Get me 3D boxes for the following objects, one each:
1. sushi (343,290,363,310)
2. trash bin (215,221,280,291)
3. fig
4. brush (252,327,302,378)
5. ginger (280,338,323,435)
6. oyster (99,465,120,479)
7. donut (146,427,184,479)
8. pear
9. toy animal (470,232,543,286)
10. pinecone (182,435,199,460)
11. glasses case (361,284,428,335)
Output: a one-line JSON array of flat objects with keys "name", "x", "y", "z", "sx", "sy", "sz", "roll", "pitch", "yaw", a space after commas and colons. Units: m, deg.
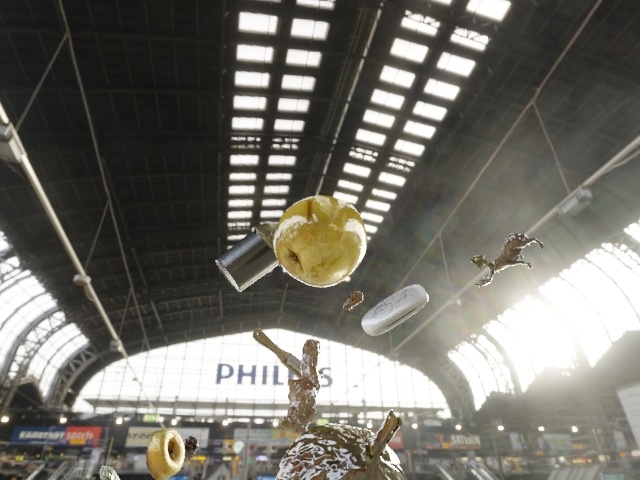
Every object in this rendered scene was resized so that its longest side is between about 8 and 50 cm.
[{"name": "sushi", "x": 0.143, "y": 0.257, "z": 1.825, "sx": 0.118, "sy": 0.062, "sz": 0.060, "roll": -19, "pitch": -21, "yaw": -24}, {"name": "trash bin", "x": -0.276, "y": 0.056, "z": 1.873, "sx": 0.334, "sy": 0.214, "sz": 0.214, "roll": -39, "pitch": -24, "yaw": -22}, {"name": "fig", "x": 0.062, "y": 0.439, "z": 0.808, "sx": 0.286, "sy": 0.286, "sz": 0.369, "roll": 9, "pitch": -65, "yaw": -15}, {"name": "brush", "x": -0.161, "y": 0.496, "z": 1.854, "sx": 0.327, "sy": 0.070, "sz": 0.065, "roll": 40, "pitch": -37, "yaw": -1}, {"name": "ginger", "x": -0.045, "y": 0.417, "z": 1.226, "sx": 0.122, "sy": 0.290, "sz": 0.084, "roll": 32, "pitch": -52, "yaw": -12}, {"name": "oyster", "x": -0.738, "y": 0.847, "z": 1.484, "sx": 0.064, "sy": 0.125, "sz": 0.177, "roll": -20, "pitch": -15, "yaw": -27}, {"name": "donut", "x": -0.483, "y": 0.669, "z": 1.335, "sx": 0.058, "sy": 0.152, "sz": 0.152, "roll": -23, "pitch": -36, "yaw": 6}, {"name": "pear", "x": 0.000, "y": 0.000, "z": 1.377, "sx": 0.314, "sy": 0.314, "sz": 0.314, "roll": 0, "pitch": -32, "yaw": 0}, {"name": "toy animal", "x": 0.609, "y": 0.060, "z": 1.417, "sx": 0.186, "sy": 0.094, "sz": 0.214, "roll": -3, "pitch": -52, "yaw": -14}, {"name": "pinecone", "x": -0.474, "y": 0.739, "z": 1.511, "sx": 0.077, "sy": 0.083, "sz": 0.077, "roll": 7, "pitch": -64, "yaw": 14}, {"name": "glasses case", "x": 0.202, "y": 0.188, "z": 1.152, "sx": 0.197, "sy": 0.076, "sz": 0.049, "roll": -32, "pitch": -57, "yaw": -2}]
